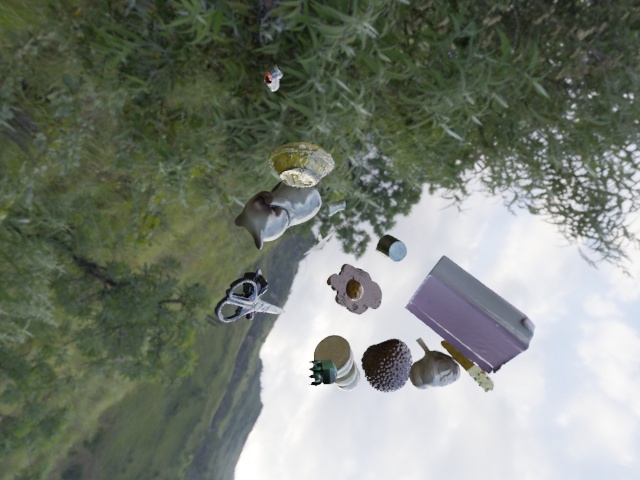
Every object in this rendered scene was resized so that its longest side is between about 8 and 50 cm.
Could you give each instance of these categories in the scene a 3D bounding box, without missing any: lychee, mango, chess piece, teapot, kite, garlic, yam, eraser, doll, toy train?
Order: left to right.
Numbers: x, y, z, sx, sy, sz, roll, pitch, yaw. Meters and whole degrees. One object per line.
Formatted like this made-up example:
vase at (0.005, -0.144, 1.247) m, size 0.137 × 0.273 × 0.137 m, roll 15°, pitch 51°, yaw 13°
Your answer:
doll at (-0.319, 0.239, 2.122) m, size 0.088 × 0.127 × 0.248 m, roll -114°, pitch -141°, yaw -71°
doll at (-0.160, -0.141, 1.938) m, size 0.370 × 0.215 × 0.226 m, roll -30°, pitch 155°, yaw -36°
kite at (0.001, 0.001, 2.328) m, size 0.229 × 0.012 × 0.250 m, roll -40°, pitch 168°, yaw -10°
toy train at (0.007, 0.448, 1.566) m, size 0.172 × 0.100 × 0.070 m, roll 128°, pitch -41°, yaw -87°
teapot at (0.065, -0.140, 1.951) m, size 0.083 × 0.057 × 0.067 m, roll -20°, pitch 155°, yaw -12°
chess piece at (0.086, 0.538, 1.952) m, size 0.167 × 0.299 × 0.167 m, roll -10°, pitch -130°, yaw 13°
mango at (0.138, 0.195, 1.835) m, size 0.127 × 0.063 × 0.077 m, roll -122°, pitch -131°, yaw -71°
yam at (0.313, 0.026, 2.126) m, size 0.106 × 0.106 × 0.259 m, roll -52°, pitch -162°, yaw 0°
lychee at (0.342, 0.631, 2.314) m, size 0.267 × 0.267 × 0.267 m, roll -49°, pitch -166°, yaw 16°
garlic at (0.459, 0.501, 1.901) m, size 0.219 × 0.212 × 0.218 m, roll -17°, pitch 168°, yaw -3°
eraser at (0.479, 0.249, 1.505) m, size 0.122 × 0.359 × 0.272 m, roll -43°, pitch 162°, yaw -32°

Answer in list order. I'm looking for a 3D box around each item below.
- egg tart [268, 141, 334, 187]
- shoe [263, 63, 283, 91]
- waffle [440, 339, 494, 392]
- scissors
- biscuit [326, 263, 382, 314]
egg tart at (-0.055, -0.200, 1.271) m, size 0.191 × 0.191 × 0.074 m, roll -27°, pitch -127°, yaw 61°
shoe at (-0.236, -0.747, 2.144) m, size 0.077 × 0.074 × 0.194 m, roll -36°, pitch -177°, yaw -20°
waffle at (0.585, 0.490, 1.804) m, size 0.057 × 0.219 × 0.229 m, roll -43°, pitch -156°, yaw 2°
scissors at (-0.148, 0.152, 1.088) m, size 0.109 × 0.022 × 0.300 m, roll -56°, pitch 156°, yaw 0°
biscuit at (0.148, 0.219, 2.012) m, size 0.041 × 0.290 × 0.208 m, roll -31°, pitch -138°, yaw 53°
